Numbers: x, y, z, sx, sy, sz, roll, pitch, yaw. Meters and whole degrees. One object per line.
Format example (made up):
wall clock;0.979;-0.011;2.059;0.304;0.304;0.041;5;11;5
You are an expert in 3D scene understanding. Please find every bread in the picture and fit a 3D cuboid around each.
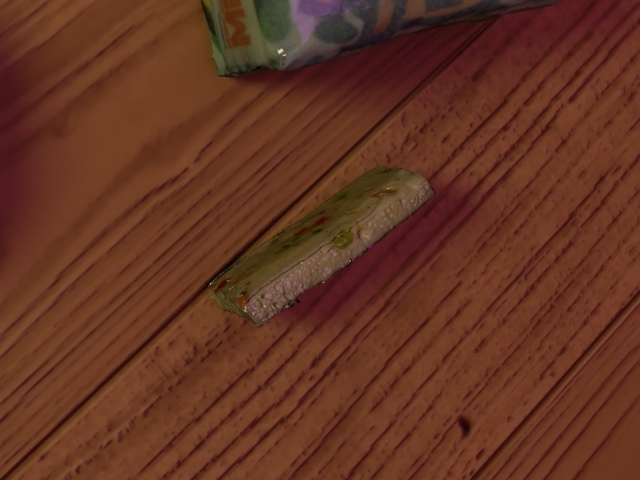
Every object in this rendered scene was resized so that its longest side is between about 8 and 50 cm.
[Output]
bread;0.000;0.000;0.747;0.153;0.068;0.028;-35;109;-19

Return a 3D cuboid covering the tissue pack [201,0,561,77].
tissue pack;0.016;-0.274;0.705;0.228;0.128;0.311;-18;103;-24
